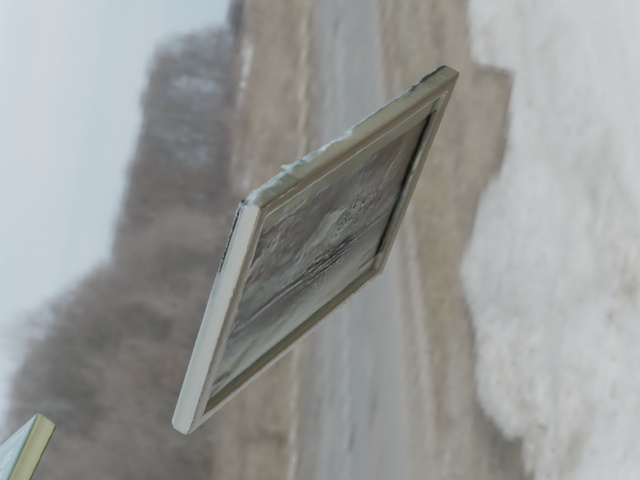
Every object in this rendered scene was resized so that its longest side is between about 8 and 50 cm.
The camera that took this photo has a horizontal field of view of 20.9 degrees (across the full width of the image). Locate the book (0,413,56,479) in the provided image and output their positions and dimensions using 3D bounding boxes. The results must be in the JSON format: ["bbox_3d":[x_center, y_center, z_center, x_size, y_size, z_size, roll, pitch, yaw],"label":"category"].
[{"bbox_3d":[-0.363,0.315,1.733,0.202,0.027,0.264,-42,19,39],"label":"book"}]

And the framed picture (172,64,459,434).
[{"bbox_3d":[0.000,0.000,1.408,0.315,0.024,0.232,-36,-28,-49],"label":"framed picture"}]
